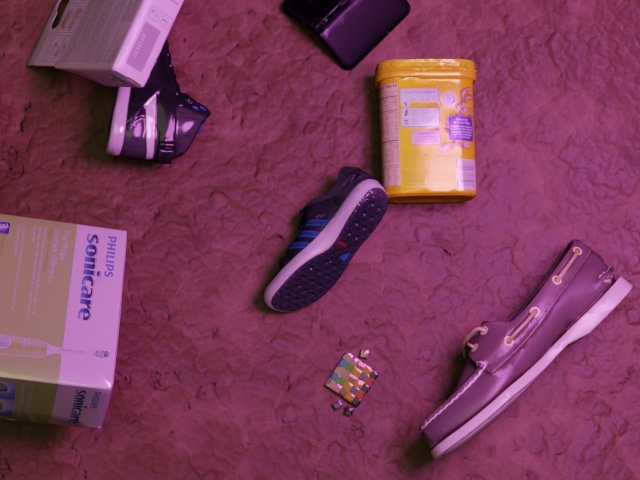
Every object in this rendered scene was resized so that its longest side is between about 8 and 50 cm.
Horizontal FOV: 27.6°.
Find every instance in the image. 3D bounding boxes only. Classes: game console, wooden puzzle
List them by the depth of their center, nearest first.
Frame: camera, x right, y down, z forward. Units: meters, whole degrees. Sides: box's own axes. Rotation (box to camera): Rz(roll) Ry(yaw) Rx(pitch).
[{"bbox_3d":[0.038,0.171,1.597,0.049,0.006,0.083,35,81,3],"label":"wooden puzzle"},{"bbox_3d":[0.033,-0.299,1.671,0.122,0.071,0.107,-45,56,-9],"label":"game console"}]

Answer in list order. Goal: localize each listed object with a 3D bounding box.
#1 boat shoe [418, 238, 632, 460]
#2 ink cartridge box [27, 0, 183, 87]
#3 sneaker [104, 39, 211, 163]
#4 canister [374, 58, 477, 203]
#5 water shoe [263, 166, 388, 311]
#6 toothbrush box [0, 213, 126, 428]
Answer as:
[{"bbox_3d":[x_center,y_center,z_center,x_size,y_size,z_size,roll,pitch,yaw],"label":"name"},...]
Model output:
[{"bbox_3d":[0.231,0.129,1.563,0.324,0.116,0.097,-41,80,-12],"label":"boat shoe"},{"bbox_3d":[-0.253,-0.277,1.583,0.056,0.224,0.181,30,78,-36],"label":"ink cartridge box"},{"bbox_3d":[-0.191,-0.196,1.618,0.121,0.079,0.217,13,76,-15],"label":"sneaker"},{"bbox_3d":[0.132,-0.134,1.619,0.126,0.073,0.170,-1,82,-3],"label":"canister"},{"bbox_3d":[0.000,0.000,1.601,0.203,0.073,0.080,-47,44,4],"label":"water shoe"},{"bbox_3d":[-0.373,0.084,1.477,0.283,0.122,0.206,7,58,-12],"label":"toothbrush box"}]
